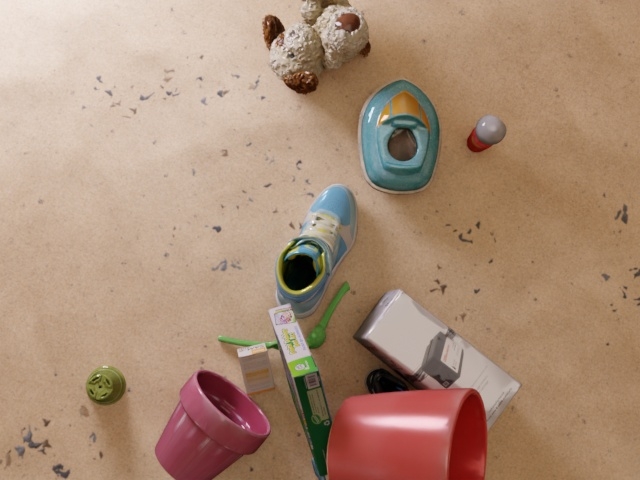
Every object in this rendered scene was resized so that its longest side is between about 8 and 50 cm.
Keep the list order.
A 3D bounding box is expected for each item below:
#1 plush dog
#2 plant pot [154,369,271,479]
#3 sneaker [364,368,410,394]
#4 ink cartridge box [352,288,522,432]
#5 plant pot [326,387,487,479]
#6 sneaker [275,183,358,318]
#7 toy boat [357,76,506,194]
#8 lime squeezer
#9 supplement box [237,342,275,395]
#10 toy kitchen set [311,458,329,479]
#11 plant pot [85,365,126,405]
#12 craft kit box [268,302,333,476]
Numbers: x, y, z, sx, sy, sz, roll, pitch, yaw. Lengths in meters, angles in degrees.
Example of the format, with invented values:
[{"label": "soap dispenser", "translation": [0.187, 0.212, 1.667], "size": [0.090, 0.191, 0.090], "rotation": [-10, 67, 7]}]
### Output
[{"label": "plush dog", "translation": [-0.013, -0.438, 1.809], "size": [0.225, 0.210, 0.262], "rotation": [-30, 58, 5]}, {"label": "plant pot", "translation": [-0.232, 0.393, 1.654], "size": [0.201, 0.201, 0.180], "rotation": [40, 97, 0]}, {"label": "sneaker", "translation": [0.183, 0.363, 1.726], "size": [0.217, 0.121, 0.079], "rotation": [43, 81, 1]}, {"label": "ink cartridge box", "translation": [0.232, 0.248, 1.695], "size": [0.307, 0.223, 0.129], "rotation": [39, 82, 0]}, {"label": "plant pot", "translation": [0.159, 0.400, 1.509], "size": [0.243, 0.275, 0.274], "rotation": [1, 81, 25]}, {"label": "sneaker", "translation": [0.000, 0.000, 1.703], "size": [0.127, 0.208, 0.318], "rotation": [19, 73, 6]}, {"label": "toy boat", "translation": [0.242, -0.237, 1.801], "size": [0.319, 0.148, 0.267], "rotation": [-1, 82, -6]}, {"label": "lime squeezer", "translation": [-0.060, 0.196, 1.757], "size": [0.311, 0.059, 0.109], "rotation": [-22, 85, -8]}, {"label": "supplement box", "translation": [-0.137, 0.274, 1.728], "size": [0.062, 0.036, 0.098], "rotation": [-12, 112, -8]}, {"label": "toy kitchen set", "translation": [0.021, 0.552, 1.661], "size": [0.122, 0.166, 0.207], "rotation": [-17, 84, -8]}, {"label": "plant pot", "translation": [-0.452, 0.304, 1.690], "size": [0.083, 0.079, 0.083], "rotation": [1, 83, -7]}, {"label": "craft kit box", "translation": [-0.030, 0.290, 1.604], "size": [0.061, 0.246, 0.249], "rotation": [-15, 117, -5]}]
